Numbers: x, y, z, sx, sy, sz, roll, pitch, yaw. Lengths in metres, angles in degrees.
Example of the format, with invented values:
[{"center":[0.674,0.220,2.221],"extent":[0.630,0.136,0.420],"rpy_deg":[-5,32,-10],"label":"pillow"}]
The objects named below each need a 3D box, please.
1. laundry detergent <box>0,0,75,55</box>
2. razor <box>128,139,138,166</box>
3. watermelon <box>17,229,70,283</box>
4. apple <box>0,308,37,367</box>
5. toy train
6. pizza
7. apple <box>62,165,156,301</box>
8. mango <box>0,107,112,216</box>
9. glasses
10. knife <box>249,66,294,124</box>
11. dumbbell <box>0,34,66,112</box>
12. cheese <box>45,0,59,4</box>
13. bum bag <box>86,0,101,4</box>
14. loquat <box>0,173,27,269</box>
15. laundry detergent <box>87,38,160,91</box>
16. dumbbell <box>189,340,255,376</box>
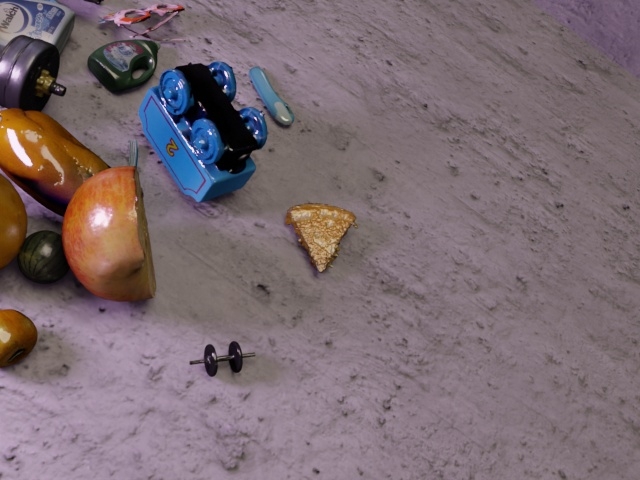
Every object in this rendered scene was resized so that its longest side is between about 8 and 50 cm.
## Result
[{"center":[-0.769,-0.541,1.685],"extent":[0.280,0.105,0.215],"rpy_deg":[21,59,-11],"label":"laundry detergent"},{"center":[-0.454,-0.163,1.637],"extent":[0.068,0.037,0.191],"rpy_deg":[-12,50,14],"label":"razor"},{"center":[-0.556,0.024,1.411],"extent":[0.105,0.105,0.133],"rpy_deg":[27,60,-8],"label":"watermelon"},{"center":[-0.595,0.179,1.295],"extent":[0.114,0.099,0.102],"rpy_deg":[-33,75,-35],"label":"apple"},{"center":[-0.285,-0.268,1.643],"extent":[0.188,0.265,0.300],"rpy_deg":[-25,76,-41],"label":"toy train"},{"center":[0.000,0.000,1.744],"extent":[0.188,0.062,0.199],"rpy_deg":[8,61,-7],"label":"pizza"},{"center":[-0.434,-0.010,1.400],"extent":[0.163,0.293,0.251],"rpy_deg":[-7,58,-12],"label":"apple"},{"center":[-0.582,-0.167,1.485],"extent":[0.287,0.201,0.152],"rpy_deg":[39,92,3],"label":"mango"},{"center":[-0.476,-0.602,1.902],"extent":[0.255,0.095,0.162],"rpy_deg":[-25,42,-37],"label":"glasses"},{"center":[-0.142,-0.411,1.965],"extent":[0.064,0.031,0.222],"rpy_deg":[-18,65,-30],"label":"knife"},{"center":[-0.753,-0.405,1.533],"extent":[0.388,0.185,0.185],"rpy_deg":[23,51,-3],"label":"dumbbell"},{"center":[-0.771,-0.660,1.798],"extent":[0.245,0.052,0.135],"rpy_deg":[51,53,1],"label":"cheese"},{"center":[-0.702,-0.729,1.852],"extent":[0.326,0.080,0.142],"rpy_deg":[44,14,8],"label":"bum bag"},{"center":[-0.680,-0.039,1.311],"extent":[0.235,0.235,0.235],"rpy_deg":[13,54,-19],"label":"loquat"},{"center":[-0.493,-0.470,1.808],"extent":[0.137,0.063,0.211],"rpy_deg":[44,48,5],"label":"laundry detergent"},{"center":[-0.206,0.250,1.461],"extent":[0.147,0.069,0.069],"rpy_deg":[-3,60,-28],"label":"dumbbell"}]
